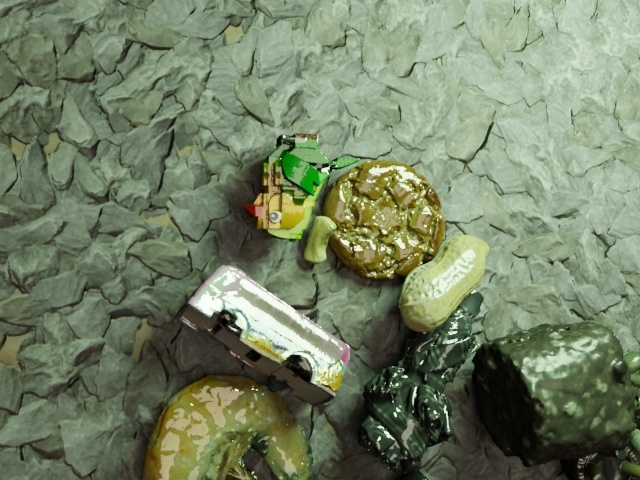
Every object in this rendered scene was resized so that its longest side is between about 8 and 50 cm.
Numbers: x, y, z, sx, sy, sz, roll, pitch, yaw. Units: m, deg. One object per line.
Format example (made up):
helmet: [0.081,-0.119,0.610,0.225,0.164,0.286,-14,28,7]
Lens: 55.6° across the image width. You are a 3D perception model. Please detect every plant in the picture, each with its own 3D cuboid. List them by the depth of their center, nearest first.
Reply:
plant: [0.434,0.244,1.025,0.313,0.213,0.215,-5,85,-13]

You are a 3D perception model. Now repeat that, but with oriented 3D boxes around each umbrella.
umbrella: [0.193,0.225,1.014,0.154,0.128,0.336,40,74,16]

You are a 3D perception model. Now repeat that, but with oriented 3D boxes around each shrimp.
shrimp: [-0.158,0.439,0.959,0.272,0.085,0.444,13,80,-17]

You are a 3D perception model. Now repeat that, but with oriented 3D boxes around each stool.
stool: [0.535,0.392,1.088,0.217,0.121,0.125,-18,89,-8]

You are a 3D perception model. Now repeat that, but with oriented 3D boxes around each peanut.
peanut: [0.209,0.068,1.025,0.214,0.099,0.090,-40,119,-24]

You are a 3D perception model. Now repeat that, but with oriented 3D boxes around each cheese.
cheese: [0.000,0.000,1.024,0.044,0.030,0.083,25,107,29]

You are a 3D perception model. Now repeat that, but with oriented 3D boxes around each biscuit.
biscuit: [0.113,-0.035,1.058,0.226,0.042,0.225,1,87,-14]

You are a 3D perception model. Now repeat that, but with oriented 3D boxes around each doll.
doll: [-0.040,-0.088,0.994,0.134,0.106,0.186,31,81,-14]

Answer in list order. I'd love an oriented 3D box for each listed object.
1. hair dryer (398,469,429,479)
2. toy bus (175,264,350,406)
hair dryer: [0.119,0.402,0.949,0.071,0.248,0.114,36,77,32]
toy bus: [-0.088,0.153,0.972,0.274,0.090,0.112,36,54,-10]
